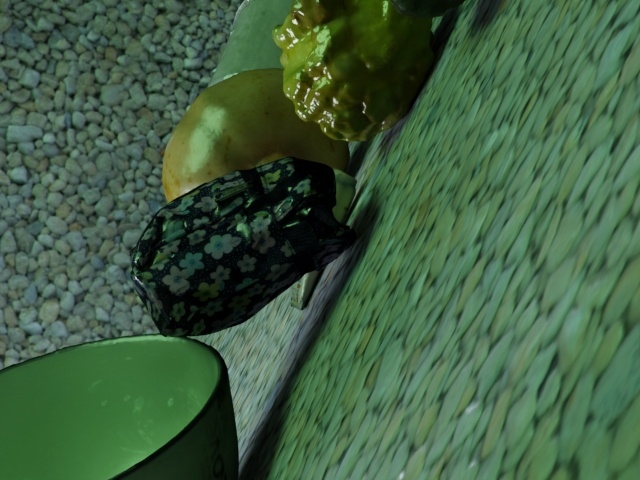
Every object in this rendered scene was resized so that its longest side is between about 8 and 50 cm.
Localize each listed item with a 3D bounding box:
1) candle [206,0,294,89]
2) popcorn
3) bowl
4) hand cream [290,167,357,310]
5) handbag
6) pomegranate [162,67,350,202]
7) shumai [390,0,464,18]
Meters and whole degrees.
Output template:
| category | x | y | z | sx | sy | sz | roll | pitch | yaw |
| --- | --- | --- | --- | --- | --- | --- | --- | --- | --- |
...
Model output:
| category | x | y | z | sx | sy | sz | roll | pitch | yaw |
| --- | --- | --- | --- | --- | --- | --- | --- | --- | --- |
| candle | -0.043 | -0.166 | 2.124 | 0.187 | 0.187 | 0.330 | -56 | 12 | 51 |
| popcorn | 0.030 | -0.191 | 1.729 | 0.197 | 0.155 | 0.198 | -165 | 90 | -88 |
| bowl | -0.221 | 0.240 | 1.540 | 0.354 | 0.353 | 0.185 | -81 | -25 | -71 |
| hand cream | 0.000 | 0.000 | 1.749 | 0.061 | 0.039 | 0.143 | -159 | 87 | -76 |
| handbag | -0.070 | 0.001 | 1.610 | 0.207 | 0.127 | 0.228 | -29 | 2 | -2 |
| pomegranate | -0.072 | -0.085 | 1.911 | 0.207 | 0.207 | 0.207 | -62 | 6 | 12 |
| shumai | 0.057 | -0.320 | 1.533 | 0.256 | 0.218 | 0.189 | -20 | -37 | -61 |
